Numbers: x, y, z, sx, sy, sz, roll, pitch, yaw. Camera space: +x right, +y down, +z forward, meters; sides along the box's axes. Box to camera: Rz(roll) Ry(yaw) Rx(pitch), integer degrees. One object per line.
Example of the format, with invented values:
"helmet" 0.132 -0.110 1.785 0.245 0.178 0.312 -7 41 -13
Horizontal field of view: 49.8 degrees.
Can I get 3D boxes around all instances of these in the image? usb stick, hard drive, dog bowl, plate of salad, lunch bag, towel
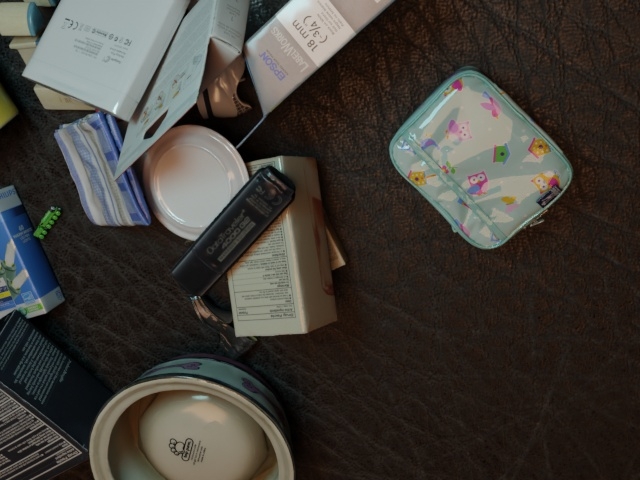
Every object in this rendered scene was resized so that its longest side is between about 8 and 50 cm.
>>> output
"usb stick" -0.147 -0.010 1.134 0.077 0.045 0.278 41 116 -8
"hard drive" -0.318 -0.385 1.110 0.233 0.047 0.353 24 86 27
"dog bowl" -0.240 0.409 1.381 0.407 0.150 0.408 2 112 6
"plate of salad" -0.208 -0.096 1.165 0.199 0.048 0.200 5 108 16
"lunch bag" 0.265 -0.128 1.154 0.279 0.108 0.224 45 109 -4
"towel" -0.396 -0.120 1.235 0.285 0.034 0.209 3 115 55

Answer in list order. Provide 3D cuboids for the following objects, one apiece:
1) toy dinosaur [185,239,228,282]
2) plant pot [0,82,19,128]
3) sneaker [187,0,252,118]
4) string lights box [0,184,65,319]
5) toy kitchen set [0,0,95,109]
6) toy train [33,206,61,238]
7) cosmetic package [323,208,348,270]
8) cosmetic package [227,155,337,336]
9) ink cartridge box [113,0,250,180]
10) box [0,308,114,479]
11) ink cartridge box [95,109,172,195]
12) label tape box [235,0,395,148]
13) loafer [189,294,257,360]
"toy dinosaur" -0.189 0.017 1.317 0.268 0.064 0.118 22 103 0
"plant pot" -0.692 -0.270 1.240 0.254 0.254 0.239 -33 113 18
"sneaker" -0.180 -0.332 1.202 0.094 0.090 0.235 -6 110 0
"string lights box" -0.641 0.033 1.399 0.133 0.077 0.260 -16 103 16
"toy kitchen set" -0.458 -0.369 1.249 0.122 0.166 0.207 4 144 11
"toy train" -0.551 -0.037 1.388 0.023 0.017 0.083 30 113 -29
"cosmetic package" 0.000 0.000 1.281 0.060 0.041 0.115 -22 102 17
"cosmetic package" -0.076 0.010 1.204 0.153 0.129 0.296 -6 91 29
"ink cartridge box" -0.212 -0.231 1.050 0.060 0.239 0.275 22 148 -32
"box" -0.643 0.348 1.407 0.296 0.183 0.294 -29 117 18
"ink cartridge box" -0.320 -0.176 1.244 0.072 0.127 0.175 -13 104 15
"label tape box" -0.026 -0.315 1.080 0.333 0.241 0.106 -39 102 19
"loafer" -0.193 0.156 1.363 0.061 0.062 0.170 -34 108 10
